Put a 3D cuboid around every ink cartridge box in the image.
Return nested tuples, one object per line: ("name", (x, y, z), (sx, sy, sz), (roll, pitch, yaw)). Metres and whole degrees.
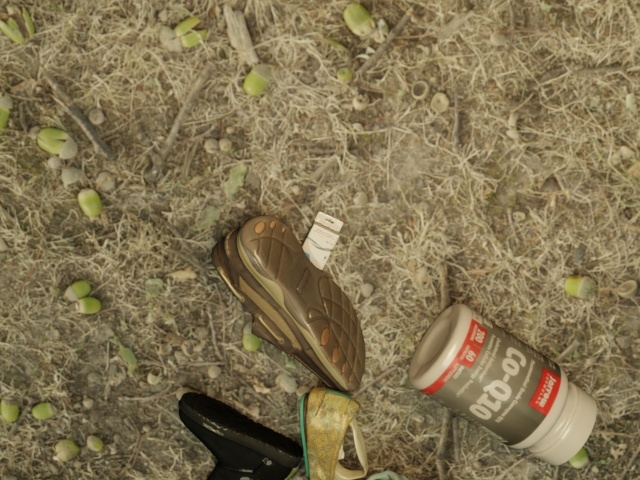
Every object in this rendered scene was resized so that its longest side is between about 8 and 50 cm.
("ink cartridge box", (0.000, 0.000, 1.548), (0.048, 0.028, 0.083), (25, 105, -6))

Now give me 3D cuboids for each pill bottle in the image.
("pill bottle", (0.302, 0.241, 1.541), (0.283, 0.161, 0.161), (32, 104, -8))

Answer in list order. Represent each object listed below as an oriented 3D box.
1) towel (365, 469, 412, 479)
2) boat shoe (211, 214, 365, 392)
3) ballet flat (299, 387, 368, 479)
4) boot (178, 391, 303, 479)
("towel", (0.093, 0.570, 1.620), (0.374, 0.090, 0.320), (-45, 132, 13))
("boat shoe", (-0.049, 0.110, 1.545), (0.130, 0.132, 0.355), (-16, 117, 36))
("ballet flat", (0.025, 0.413, 1.606), (0.123, 0.123, 0.348), (0, 112, 1))
("boot", (-0.179, 0.404, 1.635), (0.246, 0.094, 0.207), (29, 101, -13))
